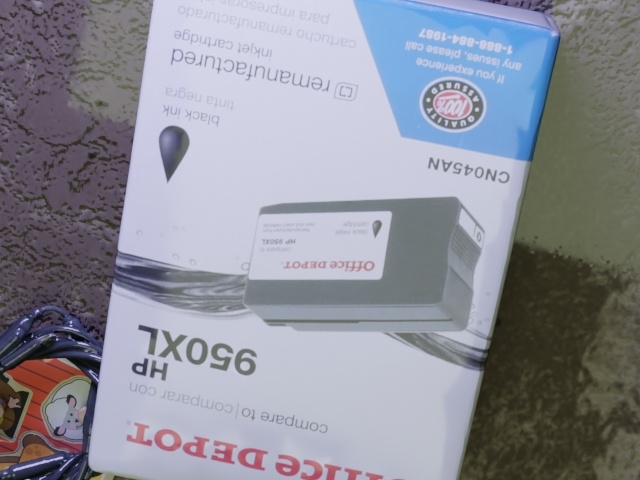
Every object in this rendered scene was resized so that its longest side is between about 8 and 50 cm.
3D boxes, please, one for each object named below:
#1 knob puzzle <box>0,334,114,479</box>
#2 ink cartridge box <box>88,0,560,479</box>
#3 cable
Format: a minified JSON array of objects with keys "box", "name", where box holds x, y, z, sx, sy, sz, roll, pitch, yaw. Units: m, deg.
[{"box":[-0.275,0.171,1.231,0.213,0.030,0.213,3,111,7],"name":"knob puzzle"},{"box":[0.000,0.000,1.034,0.285,0.166,0.395,11,105,4],"name":"ink cartridge box"},{"box":[-0.251,0.158,1.188,0.184,0.047,0.150,-45,93,5],"name":"cable"}]
